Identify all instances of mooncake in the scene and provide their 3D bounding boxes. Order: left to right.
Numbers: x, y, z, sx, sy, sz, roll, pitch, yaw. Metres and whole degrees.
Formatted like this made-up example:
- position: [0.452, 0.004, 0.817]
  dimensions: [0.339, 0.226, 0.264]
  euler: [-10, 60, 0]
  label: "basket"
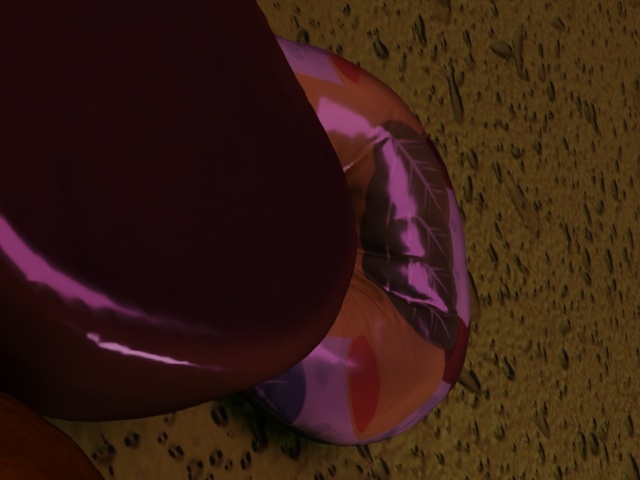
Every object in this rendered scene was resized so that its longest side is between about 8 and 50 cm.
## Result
- position: [-0.102, -0.026, 0.655]
  dimensions: [0.235, 0.117, 0.235]
  euler: [19, 62, -38]
  label: "mooncake"

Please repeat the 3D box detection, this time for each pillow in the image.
- position: [0.000, 0.000, 0.836]
  dimensions: [0.214, 0.086, 0.233]
  euler: [18, 63, -39]
  label: "pillow"

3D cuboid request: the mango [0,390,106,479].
- position: [-0.111, 0.141, 0.456]
  dimensions: [0.195, 0.142, 0.331]
  euler: [64, -3, -30]
  label: "mango"
